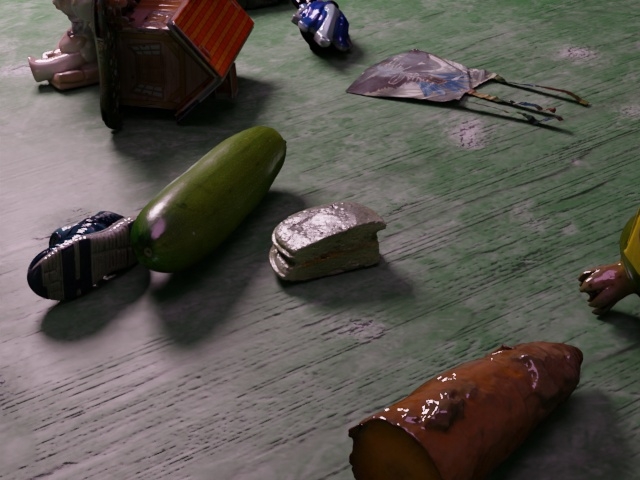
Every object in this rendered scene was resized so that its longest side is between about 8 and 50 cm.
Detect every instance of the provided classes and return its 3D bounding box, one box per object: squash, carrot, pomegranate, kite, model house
[{"bbox_3d":[-0.116,-0.042,1.324,0.082,0.082,0.292,10,29,20],"label":"squash"},{"bbox_3d":[0.138,0.136,1.010,0.102,0.102,0.263,24,33,37],"label":"carrot"},{"bbox_3d":[0.309,0.024,1.170,0.142,0.114,0.114,-24,28,12],"label":"pomegranate"},{"bbox_3d":[0.197,-0.205,1.652,0.310,0.015,0.169,15,33,28],"label":"kite"},{"bbox_3d":[-0.177,-0.278,1.615,0.154,0.207,0.294,6,31,7],"label":"model house"}]

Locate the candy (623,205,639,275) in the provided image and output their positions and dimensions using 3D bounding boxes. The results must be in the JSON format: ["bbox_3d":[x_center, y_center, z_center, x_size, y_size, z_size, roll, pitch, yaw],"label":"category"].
[{"bbox_3d":[0.379,0.062,1.009,0.146,0.088,0.276,-16,55,-14],"label":"candy"}]

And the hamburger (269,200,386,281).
[{"bbox_3d":[-0.001,-0.003,1.282,0.121,0.054,0.084,-20,35,-15],"label":"hamburger"}]

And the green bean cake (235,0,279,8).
[{"bbox_3d":[-0.153,-0.428,1.980,0.181,0.094,0.173,-10,30,-16],"label":"green bean cake"}]

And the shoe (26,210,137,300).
[{"bbox_3d":[-0.241,0.010,1.261,0.071,0.064,0.143,19,34,31],"label":"shoe"}]

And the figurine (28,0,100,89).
[{"bbox_3d":[-0.323,-0.328,1.688,0.141,0.237,0.162,-5,32,-20],"label":"figurine"}]

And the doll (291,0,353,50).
[{"bbox_3d":[0.002,-0.308,1.795,0.096,0.070,0.195,25,23,-15],"label":"doll"}]
